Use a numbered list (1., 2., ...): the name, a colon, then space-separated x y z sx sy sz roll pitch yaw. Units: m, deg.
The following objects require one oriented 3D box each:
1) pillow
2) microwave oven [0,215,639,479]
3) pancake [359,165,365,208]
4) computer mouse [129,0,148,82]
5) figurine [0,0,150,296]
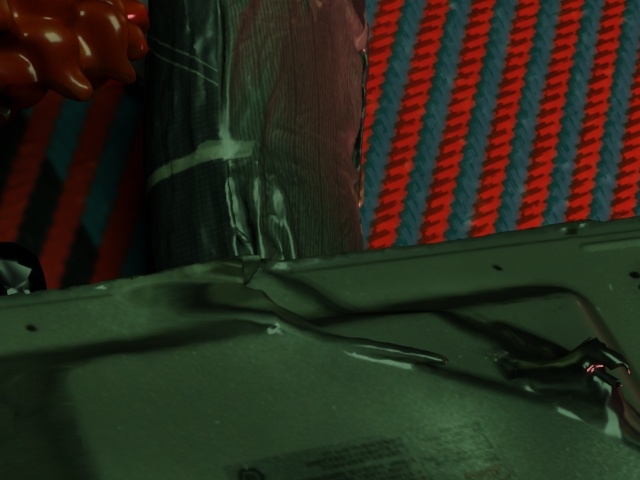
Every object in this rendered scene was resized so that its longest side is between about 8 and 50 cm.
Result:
1. pillow: -0.029 -0.032 1.001 0.161 0.092 0.335 20 62 -56
2. microwave oven: 0.031 0.181 0.792 0.432 0.374 0.236 -7 49 -25
3. pancake: 0.000 0.000 1.086 0.184 0.020 0.190 21 62 -14
4. computer mouse: -0.050 -0.181 1.122 0.126 0.056 0.245 40 61 -5
5. figurine: -0.244 -0.048 0.887 0.306 0.241 0.412 13 79 -13
